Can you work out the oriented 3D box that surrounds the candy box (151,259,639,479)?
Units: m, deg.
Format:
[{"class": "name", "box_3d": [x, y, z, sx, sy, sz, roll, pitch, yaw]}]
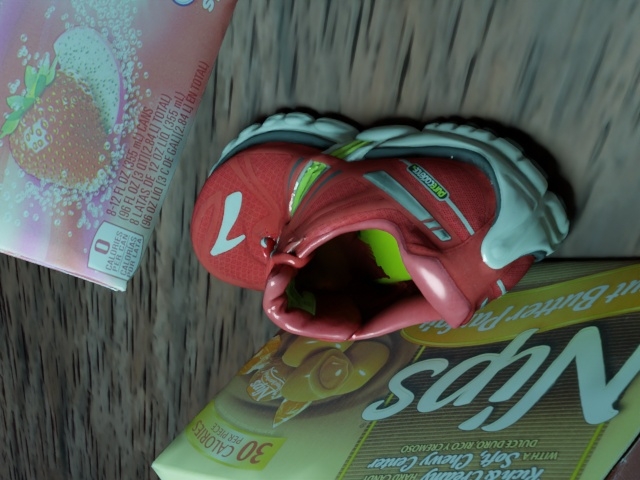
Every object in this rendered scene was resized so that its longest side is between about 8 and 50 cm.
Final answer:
[{"class": "candy box", "box_3d": [0.074, 0.097, 0.807, 0.316, 0.183, 0.087, -1, 129, 52]}]

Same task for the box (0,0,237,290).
[{"class": "box", "box_3d": [-0.112, -0.151, 0.581, 0.154, 0.300, 0.142, 18, 177, 38]}]

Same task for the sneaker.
[{"class": "sneaker", "box_3d": [0.000, 0.000, 0.841, 0.279, 0.118, 0.107, -5, 124, 54]}]
